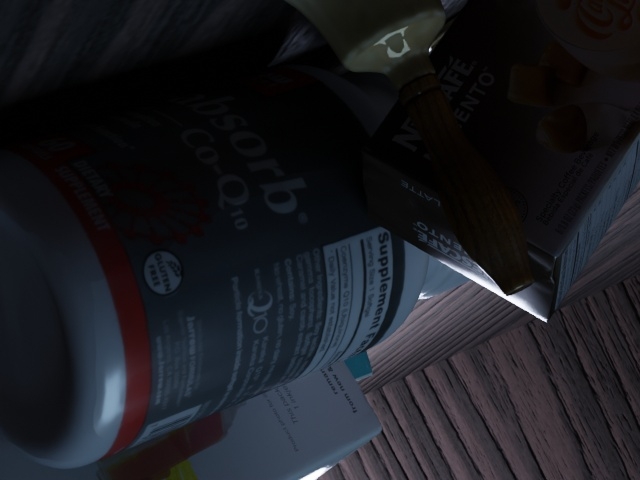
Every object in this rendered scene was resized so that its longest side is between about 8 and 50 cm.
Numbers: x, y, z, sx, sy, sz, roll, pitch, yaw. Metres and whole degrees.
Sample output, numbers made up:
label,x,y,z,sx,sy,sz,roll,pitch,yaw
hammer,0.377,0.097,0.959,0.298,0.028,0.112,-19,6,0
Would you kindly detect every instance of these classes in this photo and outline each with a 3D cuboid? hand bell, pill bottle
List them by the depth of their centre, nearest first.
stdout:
label,x,y,z,sx,sy,sz,roll,pitch,yaw
hand bell,0.063,-0.080,1.152,0.126,0.242,0.126,-26,170,-5
pill bottle,-0.060,-0.001,1.336,0.363,0.210,0.210,-20,168,-35

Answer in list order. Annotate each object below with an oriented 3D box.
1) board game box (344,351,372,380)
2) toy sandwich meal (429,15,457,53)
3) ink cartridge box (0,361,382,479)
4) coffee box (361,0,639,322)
label,x,y,z,sx,sy,sz,roll,pitch,yaw
board game box,-0.148,0.170,2.163,0.336,0.079,0.254,-20,-177,-24
toy sandwich meal,0.123,-0.157,1.527,0.085,0.029,0.085,-26,170,-5
ink cartridge box,-0.182,0.199,1.533,0.384,0.160,0.279,-22,167,-49
coffee box,0.148,-0.095,1.253,0.246,0.141,0.098,-54,163,-20
